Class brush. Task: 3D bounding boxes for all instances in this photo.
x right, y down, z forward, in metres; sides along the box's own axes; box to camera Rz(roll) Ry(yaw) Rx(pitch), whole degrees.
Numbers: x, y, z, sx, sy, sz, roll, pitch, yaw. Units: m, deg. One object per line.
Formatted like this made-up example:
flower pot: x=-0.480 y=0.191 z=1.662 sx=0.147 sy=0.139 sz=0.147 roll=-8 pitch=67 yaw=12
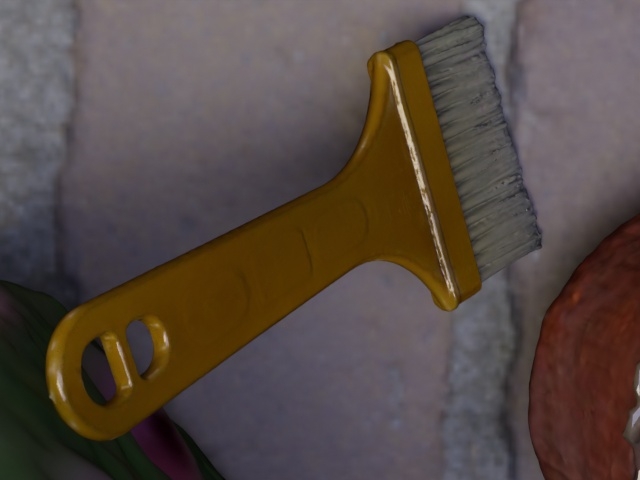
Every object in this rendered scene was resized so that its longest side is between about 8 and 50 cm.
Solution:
brush: x=0.000 y=0.000 z=0.564 sx=0.013 sy=0.272 sz=0.103 roll=-8 pitch=105 yaw=38

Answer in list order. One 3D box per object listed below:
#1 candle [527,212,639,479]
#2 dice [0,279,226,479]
candle: x=0.245 y=0.072 z=0.645 sx=0.317 sy=0.131 sz=0.287 roll=42 pitch=87 yaw=-20
dice: x=-0.144 y=0.218 z=0.529 sx=0.318 sy=0.322 sz=0.330 roll=-37 pitch=102 yaw=1
